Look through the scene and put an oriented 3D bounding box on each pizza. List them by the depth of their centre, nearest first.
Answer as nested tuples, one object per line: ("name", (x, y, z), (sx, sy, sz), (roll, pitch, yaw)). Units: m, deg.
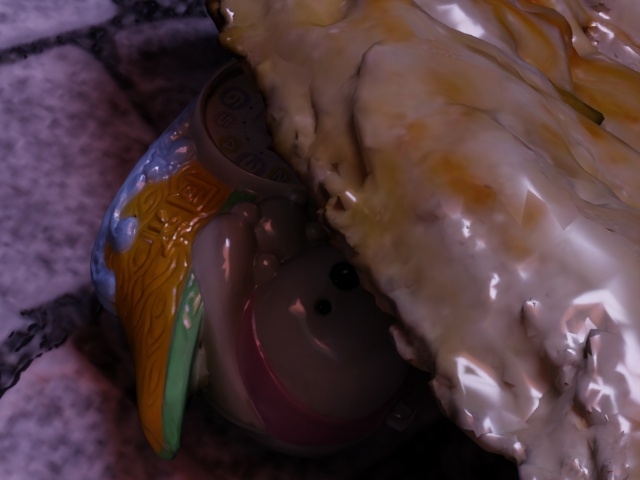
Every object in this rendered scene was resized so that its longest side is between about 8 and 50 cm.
("pizza", (0.098, -0.055, 0.594), (0.392, 0.080, 0.435), (47, 28, 15))

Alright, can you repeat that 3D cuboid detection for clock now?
("clock", (0.000, 0.000, 0.623), (0.144, 0.103, 0.231), (30, 56, 13))
